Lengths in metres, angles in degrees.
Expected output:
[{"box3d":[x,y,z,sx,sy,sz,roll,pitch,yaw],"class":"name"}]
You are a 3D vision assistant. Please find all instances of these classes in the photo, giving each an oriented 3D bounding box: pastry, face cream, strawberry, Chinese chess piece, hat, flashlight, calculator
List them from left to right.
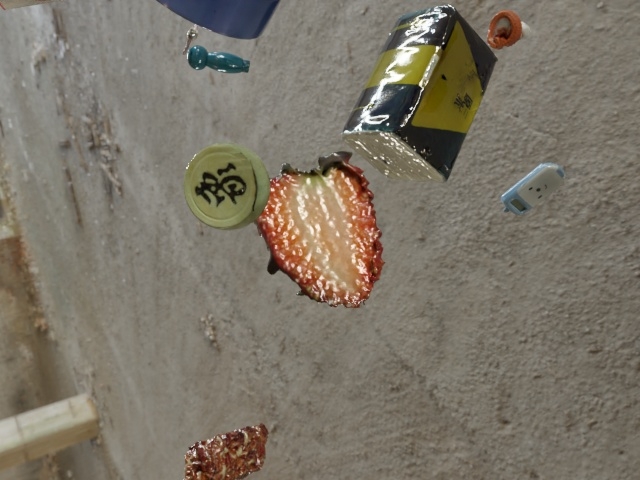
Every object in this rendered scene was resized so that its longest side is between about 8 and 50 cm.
[{"box3d":[-0.211,-0.370,1.214,0.051,0.129,0.051,-172,90,-77],"class":"flashlight"},{"box3d":[-0.150,-0.482,0.925,0.225,0.249,0.249,-52,57,32],"class":"face cream"},{"box3d":[-0.152,-0.087,0.952,0.144,0.058,0.143,2,95,18],"class":"Chinese chess piece"},{"box3d":[-0.176,0.418,1.133,0.115,0.209,0.097,-18,76,23],"class":"pastry"},{"box3d":[0.000,0.000,1.109,0.137,0.234,0.306,64,-167,-70],"class":"strawberry"},{"box3d":[0.573,-0.628,1.760,0.094,0.162,0.112,26,119,28],"class":"hat"},{"box3d":[0.647,-0.154,1.794,0.210,0.121,0.039,-41,42,21],"class":"calculator"}]

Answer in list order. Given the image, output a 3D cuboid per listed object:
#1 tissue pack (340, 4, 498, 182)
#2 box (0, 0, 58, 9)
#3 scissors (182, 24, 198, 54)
[{"box3d":[0.278,-0.400,1.632,0.253,0.264,0.416,9,69,51],"class":"tissue pack"},{"box3d":[-0.560,-0.675,1.166,0.300,0.313,0.314,-175,70,-77],"class":"box"},{"box3d":[-0.274,-0.439,1.253,0.085,0.022,0.176,-63,19,6],"class":"scissors"}]
